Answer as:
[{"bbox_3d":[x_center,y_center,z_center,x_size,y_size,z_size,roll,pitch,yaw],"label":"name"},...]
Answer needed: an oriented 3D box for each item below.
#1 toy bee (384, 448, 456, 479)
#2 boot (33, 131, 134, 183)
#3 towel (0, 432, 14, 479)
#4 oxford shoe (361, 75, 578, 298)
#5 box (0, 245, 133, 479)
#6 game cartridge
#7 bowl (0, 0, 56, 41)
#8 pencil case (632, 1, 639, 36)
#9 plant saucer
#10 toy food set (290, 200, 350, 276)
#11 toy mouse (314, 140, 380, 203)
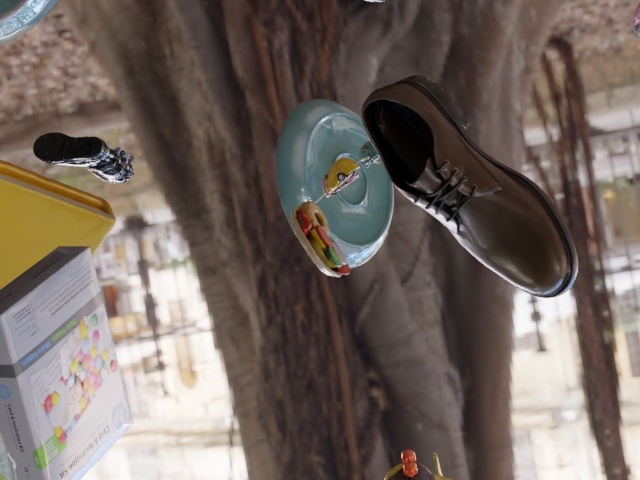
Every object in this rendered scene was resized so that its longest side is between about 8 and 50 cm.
[{"bbox_3d":[0.155,0.388,1.785,0.298,0.162,0.195,-6,-145,-24],"label":"toy bee"},{"bbox_3d":[-0.327,-0.114,1.713,0.121,0.045,0.099,2,164,20],"label":"boot"},{"bbox_3d":[-0.561,0.358,1.691,0.320,0.375,0.090,-9,-158,-20],"label":"towel"},{"bbox_3d":[0.111,-0.035,0.989,0.083,0.227,0.096,-52,164,29],"label":"oxford shoe"},{"bbox_3d":[-0.234,0.118,1.083,0.038,0.186,0.145,0,-157,23],"label":"box"},{"bbox_3d":[-0.427,0.045,1.350,0.285,0.053,0.324,23,115,-40],"label":"game cartridge"},{"bbox_3d":[-0.425,-0.357,1.449,0.311,0.312,0.163,-10,-155,-18],"label":"bowl"},{"bbox_3d":[0.340,-0.083,0.848,0.124,0.284,0.124,-33,170,-6],"label":"pencil case"},{"bbox_3d":[0.040,-0.108,2.224,0.043,0.318,0.317,-13,177,39],"label":"plant saucer"},{"bbox_3d":[0.000,0.000,1.169,0.020,0.083,0.083,-33,177,11],"label":"toy food set"},{"bbox_3d":[0.047,-0.109,1.806,0.161,0.031,0.143,-41,175,37],"label":"toy mouse"}]
